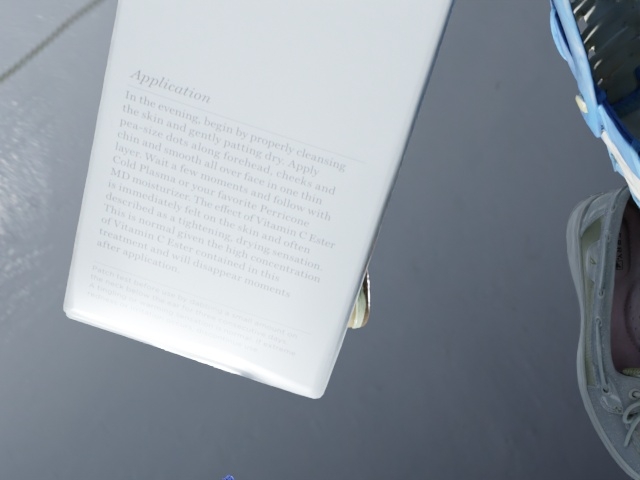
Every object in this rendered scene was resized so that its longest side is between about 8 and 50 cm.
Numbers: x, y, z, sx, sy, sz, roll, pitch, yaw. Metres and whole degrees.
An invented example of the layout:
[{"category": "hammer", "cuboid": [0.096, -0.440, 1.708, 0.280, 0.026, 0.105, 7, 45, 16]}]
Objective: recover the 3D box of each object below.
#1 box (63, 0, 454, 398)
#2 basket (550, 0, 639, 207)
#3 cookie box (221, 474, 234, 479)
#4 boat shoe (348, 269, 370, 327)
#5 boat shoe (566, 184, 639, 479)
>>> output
[{"category": "box", "cuboid": [-0.015, -0.119, 0.730, 0.168, 0.215, 0.345, 19, 121, 2]}, {"category": "basket", "cuboid": [0.259, -0.133, 0.695, 0.255, 0.201, 0.289, -25, 143, 4]}, {"category": "cookie box", "cuboid": [-0.065, 0.215, 0.767, 0.092, 0.040, 0.107, -35, 127, -14]}, {"category": "boat shoe", "cuboid": [0.000, 0.000, 1.255, 0.072, 0.068, 0.190, -9, 77, -16]}, {"category": "boat shoe", "cuboid": [0.339, 0.101, 1.308, 0.118, 0.103, 0.320, -6, 85, -11]}]
